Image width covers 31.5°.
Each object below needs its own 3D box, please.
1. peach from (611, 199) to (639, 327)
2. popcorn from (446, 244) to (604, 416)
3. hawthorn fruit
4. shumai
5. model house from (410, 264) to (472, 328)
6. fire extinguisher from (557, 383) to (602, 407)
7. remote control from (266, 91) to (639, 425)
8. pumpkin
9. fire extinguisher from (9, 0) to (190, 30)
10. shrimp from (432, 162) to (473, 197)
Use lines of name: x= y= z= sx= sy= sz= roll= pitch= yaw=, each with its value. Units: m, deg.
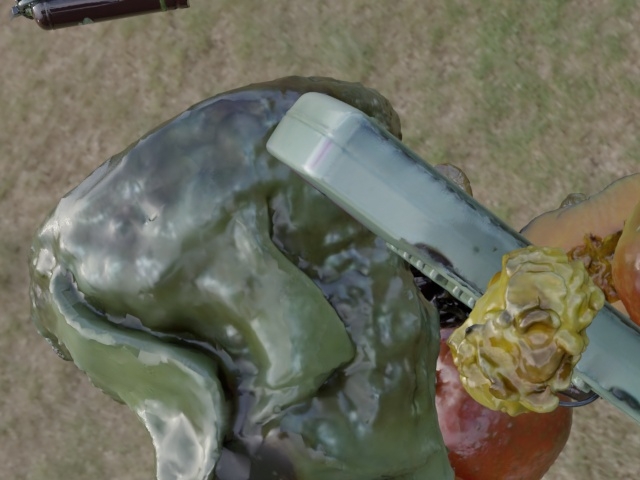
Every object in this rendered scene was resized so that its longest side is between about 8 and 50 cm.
peach: x=0.400 y=0.024 z=1.104 sx=0.232 sy=0.256 sz=0.232 roll=-7 pitch=71 yaw=20
popcorn: x=0.097 y=0.042 z=0.532 sx=0.057 sy=0.083 sz=0.082 roll=30 pitch=82 yaw=3
hawthorn fruit: x=0.223 y=0.238 z=1.682 sx=0.275 sy=0.299 sz=0.275 roll=-23 pitch=55 yaw=38
shumai: x=-0.030 y=0.085 z=0.943 sx=0.395 sy=0.395 sz=0.348 roll=-38 pitch=69 yaw=18
model house: x=0.000 y=0.000 z=1.441 sx=0.297 sy=0.282 sz=0.317 roll=-30 pitch=67 yaw=9
fire extinguisher: x=0.235 y=0.136 z=1.163 sx=0.157 sy=0.045 sz=0.078 roll=20 pitch=43 yaw=42
remote control: x=0.118 y=0.031 z=0.662 sx=0.050 sy=0.344 sz=0.145 roll=-54 pitch=15 yaw=2
pumpkin: x=0.369 y=0.024 z=1.498 sx=0.317 sy=0.139 sz=0.222 roll=-25 pitch=65 yaw=-4
fire extinguisher: x=-0.191 y=-0.207 z=0.967 sx=0.158 sy=0.064 sz=0.043 roll=-11 pitch=91 yaw=-4
shrimp: x=0.196 y=-0.046 z=1.856 sx=0.045 sy=0.095 sz=0.162 roll=6 pitch=80 yaw=68
